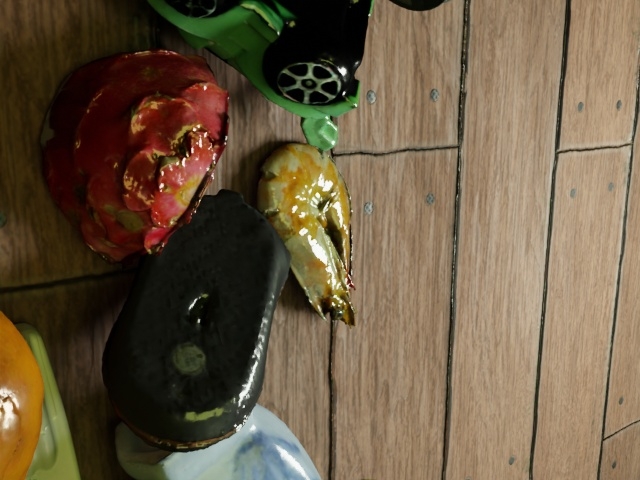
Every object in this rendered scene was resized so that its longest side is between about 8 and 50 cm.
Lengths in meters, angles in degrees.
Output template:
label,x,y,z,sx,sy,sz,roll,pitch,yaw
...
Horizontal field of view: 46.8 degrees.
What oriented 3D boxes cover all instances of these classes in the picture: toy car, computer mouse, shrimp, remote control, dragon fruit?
label,x,y,z,sx,sy,sz,roll,pitch,yaw
toy car,-0.063,-0.269,0.849,0.359,0.176,0.213,27,57,-32
computer mouse,-0.141,0.089,0.860,0.183,0.116,0.323,19,54,-10
shrimp,0.001,0.000,1.042,0.154,0.062,0.294,-36,119,-34
remote control,-0.332,0.208,0.832,0.090,0.049,0.230,-19,113,-31
dragon fruit,-0.209,-0.098,0.808,0.189,0.163,0.261,18,90,-12

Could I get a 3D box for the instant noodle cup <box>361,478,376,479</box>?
label,x,y,z,sx,sy,sz,roll,pitch,yaw
instant noodle cup,0.101,0.473,1.181,0.182,0.144,0.182,-9,105,-36

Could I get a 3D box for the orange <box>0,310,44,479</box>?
label,x,y,z,sx,sy,sz,roll,pitch,yaw
orange,-0.394,0.161,0.655,0.284,0.226,0.283,-8,106,-29

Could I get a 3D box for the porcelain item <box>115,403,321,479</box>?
label,x,y,z,sx,sy,sz,roll,pitch,yaw
porcelain item,-0.100,0.367,0.972,0.243,0.178,0.405,-38,121,-27

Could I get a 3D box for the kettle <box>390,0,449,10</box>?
label,x,y,z,sx,sy,sz,roll,pitch,yaw
kettle,0.182,-0.430,1.034,0.236,0.161,0.221,-47,153,-23
